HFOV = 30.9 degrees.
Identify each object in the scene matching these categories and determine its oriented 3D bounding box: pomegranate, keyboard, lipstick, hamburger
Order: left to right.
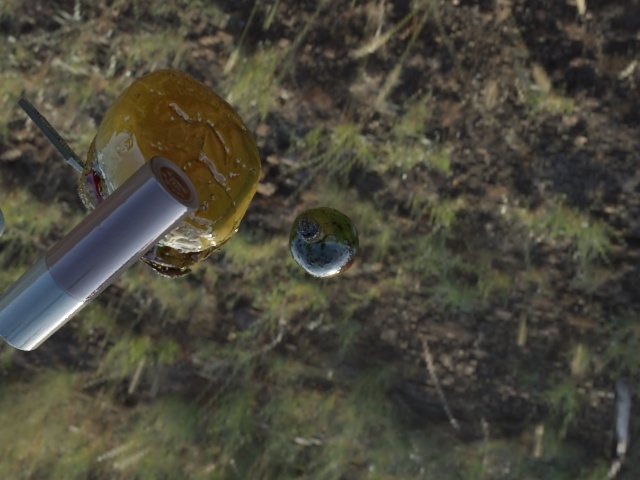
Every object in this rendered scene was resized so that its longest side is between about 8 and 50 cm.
[{"bbox_3d":[-0.373,-0.144,1.625,0.176,0.014,0.055,44,176,41],"label":"keyboard"},{"bbox_3d":[-0.239,0.016,1.210,0.254,0.070,0.070,-39,121,19],"label":"lipstick"},{"bbox_3d":[-0.188,-0.088,1.501,0.244,0.244,0.163,32,141,-19],"label":"hamburger"},{"bbox_3d":[0.001,0.004,1.939,0.130,0.130,0.130,12,145,8],"label":"pomegranate"}]

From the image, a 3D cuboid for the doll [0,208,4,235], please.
[{"bbox_3d":[-0.674,-0.066,2.096,0.194,0.258,0.153,8,176,9],"label":"doll"}]
